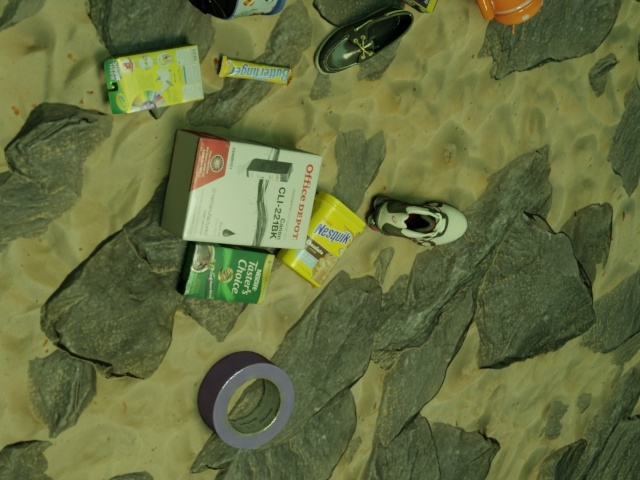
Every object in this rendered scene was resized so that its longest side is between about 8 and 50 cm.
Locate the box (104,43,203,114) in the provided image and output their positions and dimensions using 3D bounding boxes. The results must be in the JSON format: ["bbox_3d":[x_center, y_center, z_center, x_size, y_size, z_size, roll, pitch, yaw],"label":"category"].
[{"bbox_3d":[-0.306,-0.293,1.702,0.179,0.043,0.105,-16,112,-30],"label":"box"}]

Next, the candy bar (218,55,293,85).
[{"bbox_3d":[-0.124,-0.329,1.820,0.162,0.018,0.040,3,103,-32],"label":"candy bar"}]

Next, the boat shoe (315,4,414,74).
[{"bbox_3d":[0.090,-0.409,1.900,0.228,0.069,0.081,-37,120,-18],"label":"boat shoe"}]

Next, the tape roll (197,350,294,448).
[{"bbox_3d":[-0.155,0.333,1.954,0.189,0.080,0.188,-9,109,-29],"label":"tape roll"}]

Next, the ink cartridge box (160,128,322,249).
[{"bbox_3d":[-0.150,-0.095,1.812,0.273,0.114,0.196,5,100,-34],"label":"ink cartridge box"}]

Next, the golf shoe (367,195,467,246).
[{"bbox_3d":[0.236,-0.032,2.073,0.273,0.120,0.105,5,100,-34],"label":"golf shoe"}]

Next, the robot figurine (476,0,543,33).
[{"bbox_3d":[0.406,-0.561,2.020,0.219,0.128,0.158,55,35,-31],"label":"robot figurine"}]

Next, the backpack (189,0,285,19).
[{"bbox_3d":[-0.141,-0.521,1.626,0.213,0.276,0.263,-5,119,-30],"label":"backpack"}]

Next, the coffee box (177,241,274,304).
[{"bbox_3d":[-0.188,0.064,1.879,0.184,0.040,0.113,11,98,-34],"label":"coffee box"}]

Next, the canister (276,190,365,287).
[{"bbox_3d":[0.000,0.000,1.961,0.126,0.073,0.170,39,83,-34],"label":"canister"}]

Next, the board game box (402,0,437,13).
[{"bbox_3d":[0.203,-0.579,1.936,0.141,0.048,0.170,22,91,-37],"label":"board game box"}]
